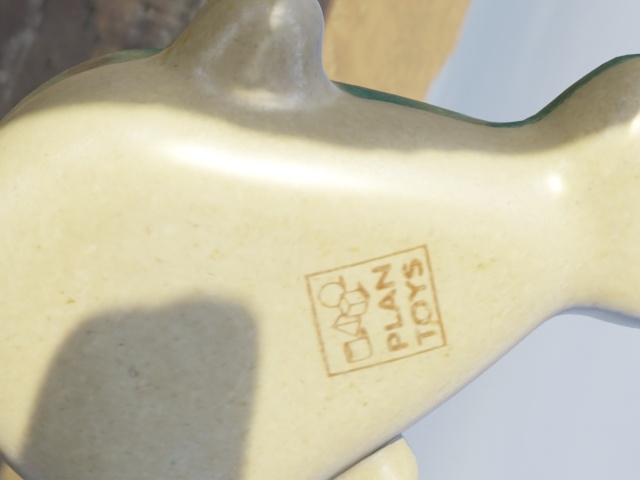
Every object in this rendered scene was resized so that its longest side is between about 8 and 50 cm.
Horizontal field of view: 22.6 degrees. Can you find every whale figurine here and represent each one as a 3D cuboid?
[{"bbox_3d":[0.000,0.000,0.587,0.141,0.272,0.216,-102,177,-68],"label":"whale figurine"}]
